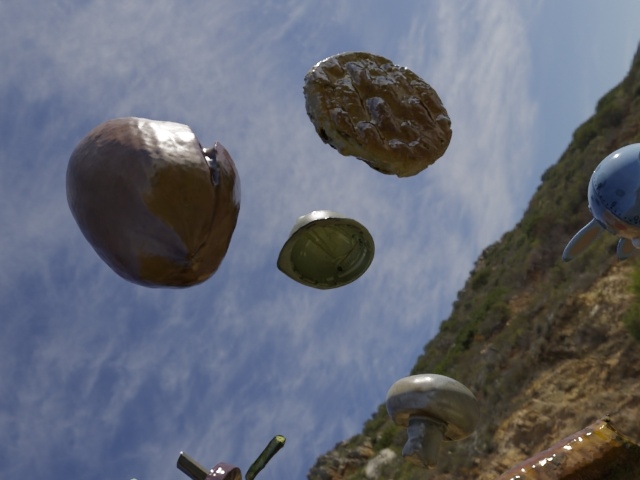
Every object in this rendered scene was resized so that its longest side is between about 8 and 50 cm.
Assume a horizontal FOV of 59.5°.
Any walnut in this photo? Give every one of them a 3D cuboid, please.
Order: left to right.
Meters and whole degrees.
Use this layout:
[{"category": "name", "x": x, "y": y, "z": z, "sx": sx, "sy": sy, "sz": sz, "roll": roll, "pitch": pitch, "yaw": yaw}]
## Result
[{"category": "walnut", "x": -0.200, "y": -0.043, "z": 0.686, "sx": 0.202, "sy": 0.298, "sz": 0.203, "roll": -14, "pitch": -56, "yaw": -21}]

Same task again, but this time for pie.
[{"category": "pie", "x": 0.123, "y": -0.271, "z": 1.170, "sx": 0.339, "sy": 0.339, "sz": 0.083, "roll": -45, "pitch": -8, "yaw": -41}]

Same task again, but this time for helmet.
[{"category": "helmet", "x": -0.004, "y": -0.003, "z": 1.322, "sx": 0.257, "sy": 0.137, "sz": 0.204, "roll": 26, "pitch": -67, "yaw": -42}]

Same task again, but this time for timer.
[{"category": "timer", "x": 0.515, "y": -0.034, "z": 0.923, "sx": 0.175, "sy": 0.175, "sz": 0.256, "roll": -36, "pitch": -43, "yaw": -46}]

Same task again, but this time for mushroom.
[{"category": "mushroom", "x": 0.278, "y": 0.463, "z": 1.420, "sx": 0.243, "sy": 0.243, "sz": 0.244, "roll": -22, "pitch": -63, "yaw": -52}]

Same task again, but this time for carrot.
[{"category": "carrot", "x": 0.340, "y": 0.359, "z": 0.803, "sx": 0.301, "sy": 0.114, "sz": 0.114, "roll": -28, "pitch": -51, "yaw": -10}]

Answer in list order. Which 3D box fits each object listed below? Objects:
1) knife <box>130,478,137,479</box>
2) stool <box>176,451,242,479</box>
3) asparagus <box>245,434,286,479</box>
[{"category": "knife", "x": -0.213, "y": 0.477, "z": 0.812, "sx": 0.043, "sy": 0.293, "sz": 0.020, "roll": -8, "pitch": -39, "yaw": -41}, {"category": "stool", "x": -0.349, "y": 0.752, "z": 1.576, "sx": 0.272, "sy": 0.178, "sz": 0.272, "roll": 12, "pitch": -90, "yaw": -77}, {"category": "asparagus", "x": -0.105, "y": 0.413, "z": 1.060, "sx": 0.108, "sy": 0.025, "sz": 0.021, "roll": -46, "pitch": -33, "yaw": -23}]
